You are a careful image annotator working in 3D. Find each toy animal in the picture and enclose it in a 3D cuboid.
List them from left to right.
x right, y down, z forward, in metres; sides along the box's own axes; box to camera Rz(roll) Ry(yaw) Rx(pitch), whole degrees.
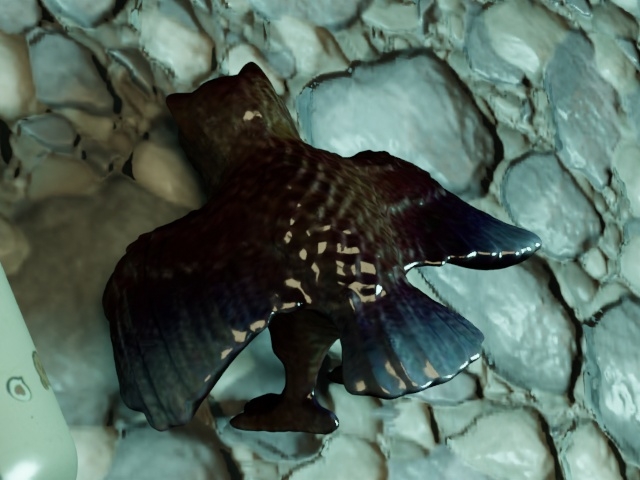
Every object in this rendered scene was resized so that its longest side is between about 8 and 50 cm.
[{"bbox_3d":[-0.004,-0.007,0.626,0.218,0.116,0.179,-22,83,-24],"label":"toy animal"}]

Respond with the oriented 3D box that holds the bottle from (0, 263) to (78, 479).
[{"bbox_3d":[-0.156,0.074,0.528,0.110,0.110,0.233,-19,82,-30],"label":"bottle"}]
